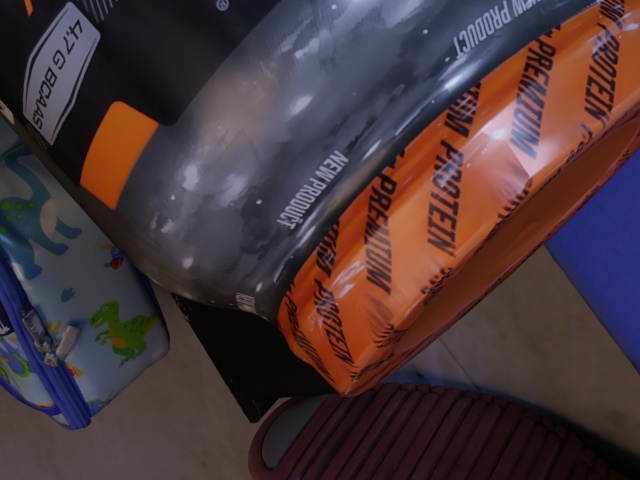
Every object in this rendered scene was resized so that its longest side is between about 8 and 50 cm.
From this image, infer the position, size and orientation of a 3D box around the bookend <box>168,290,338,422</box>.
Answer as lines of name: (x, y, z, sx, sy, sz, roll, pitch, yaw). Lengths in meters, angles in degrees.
bookend: (0.000, 0.000, 0.772, 0.157, 0.072, 0.156, -11, 116, 45)

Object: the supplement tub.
supplement tub: (-0.045, -0.123, 0.562, 0.338, 0.207, 0.207, 47, 141, 10)

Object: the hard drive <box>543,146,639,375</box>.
hard drive: (0.177, 0.007, 0.551, 0.319, 0.040, 0.210, 57, 147, 27)

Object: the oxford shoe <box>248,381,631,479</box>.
oxford shoe: (0.118, 0.177, 0.798, 0.348, 0.123, 0.130, 21, 141, 26)

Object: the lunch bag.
lunch bag: (-0.181, -0.008, 0.857, 0.219, 0.090, 0.176, 37, 157, 33)
